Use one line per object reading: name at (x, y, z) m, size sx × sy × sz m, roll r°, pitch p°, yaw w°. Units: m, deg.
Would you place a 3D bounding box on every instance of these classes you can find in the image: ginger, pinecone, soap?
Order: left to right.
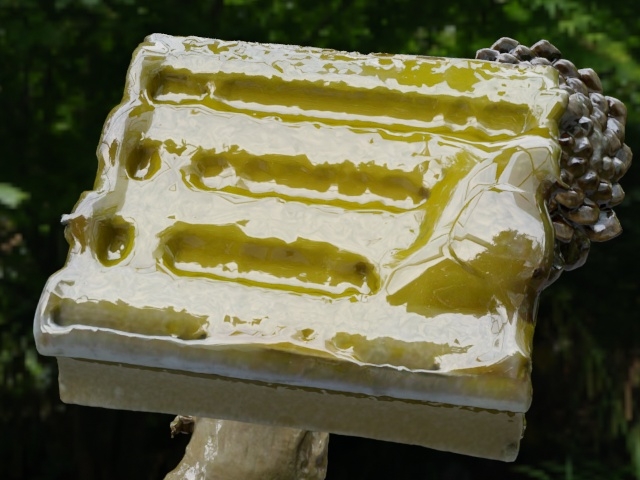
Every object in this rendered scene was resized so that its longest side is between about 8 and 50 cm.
ginger at (-0.063, 0.162, 1.127) m, size 0.137 × 0.213 × 0.074 m, roll 17°, pitch -14°, yaw 9°
soap at (0.000, 0.000, 0.888) m, size 0.281 × 0.259 × 0.143 m, roll 9°, pitch -43°, yaw 7°
pinecone at (0.189, -0.060, 1.504) m, size 0.264 × 0.264 × 0.264 m, roll -1°, pitch -3°, yaw 0°
